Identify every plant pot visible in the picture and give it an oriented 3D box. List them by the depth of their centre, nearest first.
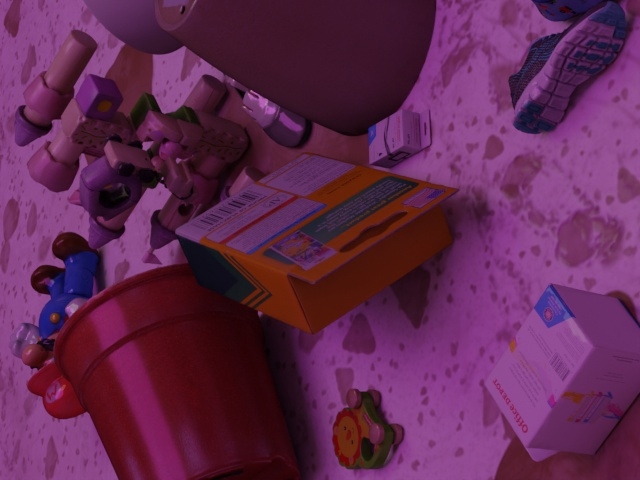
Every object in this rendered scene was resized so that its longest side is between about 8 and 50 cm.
[{"bbox_3d":[-0.050,-0.276,1.776,0.256,0.274,0.256,-22,63,53],"label":"plant pot"},{"bbox_3d":[-0.159,0.213,1.827,0.272,0.272,0.265,-51,50,35],"label":"plant pot"}]

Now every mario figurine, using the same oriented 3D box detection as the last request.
[{"bbox_3d":[-0.408,0.131,2.282,0.320,0.170,0.198,-104,5,-45],"label":"mario figurine"}]

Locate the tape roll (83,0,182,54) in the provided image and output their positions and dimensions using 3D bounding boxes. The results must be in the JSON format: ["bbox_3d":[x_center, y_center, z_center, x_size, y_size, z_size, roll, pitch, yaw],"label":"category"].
[{"bbox_3d":[-0.208,-0.399,2.054,0.169,0.246,0.246,-26,58,34],"label":"tape roll"}]

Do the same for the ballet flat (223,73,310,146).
[{"bbox_3d":[-0.083,-0.193,1.990,0.072,0.068,0.213,-62,37,24],"label":"ballet flat"}]

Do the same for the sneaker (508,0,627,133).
[{"bbox_3d":[0.240,-0.187,1.505,0.166,0.065,0.076,-50,39,35],"label":"sneaker"}]

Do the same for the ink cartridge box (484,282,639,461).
[{"bbox_3d":[0.230,0.128,1.392,0.143,0.090,0.092,-60,37,27],"label":"ink cartridge box"}]

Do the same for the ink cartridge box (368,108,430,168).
[{"bbox_3d":[0.091,-0.121,1.737,0.083,0.028,0.048,-27,58,50],"label":"ink cartridge box"}]

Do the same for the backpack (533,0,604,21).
[{"bbox_3d":[0.234,-0.315,1.503,0.158,0.117,0.173,-14,72,55],"label":"backpack"}]

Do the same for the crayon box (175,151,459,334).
[{"bbox_3d":[0.000,0.000,1.679,0.323,0.203,0.083,18,135,58],"label":"crayon box"}]

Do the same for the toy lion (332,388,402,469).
[{"bbox_3d":[0.046,0.224,1.701,0.100,0.034,0.096,54,132,48],"label":"toy lion"}]

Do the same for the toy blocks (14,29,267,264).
[{"bbox_3d":[-0.263,-0.075,2.031,0.260,0.288,0.309,-53,43,25],"label":"toy blocks"}]
